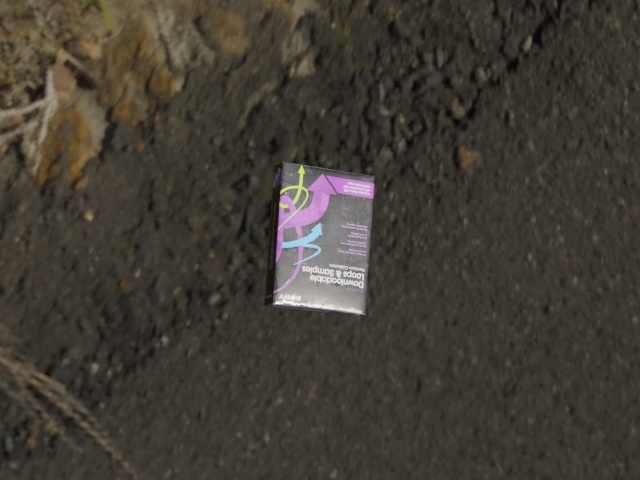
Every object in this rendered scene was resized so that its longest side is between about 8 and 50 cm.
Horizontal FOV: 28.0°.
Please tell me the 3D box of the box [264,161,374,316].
[{"bbox_3d":[0.000,0.000,1.440,0.116,0.029,0.162,7,82,-23],"label":"box"}]
